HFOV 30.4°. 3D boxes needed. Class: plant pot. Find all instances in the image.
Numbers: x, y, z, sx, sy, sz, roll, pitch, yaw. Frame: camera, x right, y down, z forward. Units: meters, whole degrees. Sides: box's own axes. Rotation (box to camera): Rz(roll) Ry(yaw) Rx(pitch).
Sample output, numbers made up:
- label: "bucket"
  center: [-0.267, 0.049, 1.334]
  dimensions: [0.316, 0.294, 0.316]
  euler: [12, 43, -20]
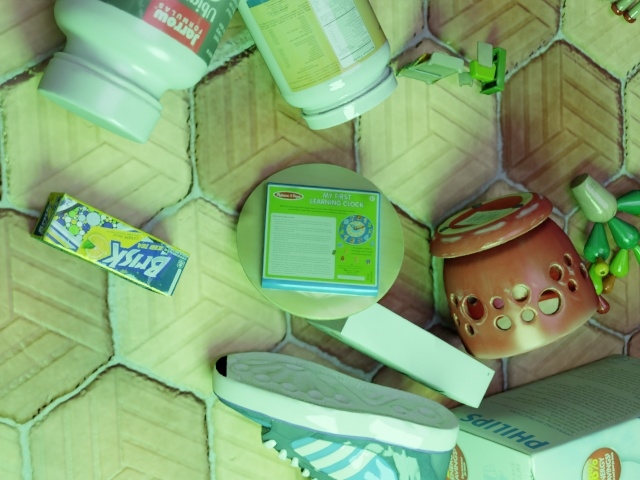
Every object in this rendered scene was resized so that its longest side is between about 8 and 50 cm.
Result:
- label: "plant pot"
  center: [0.250, 0.038, 1.551]
  dimensions: [0.191, 0.191, 0.174]
  euler: [-26, 101, -24]

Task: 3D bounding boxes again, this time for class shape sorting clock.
- label: "shape sorting clock"
  center: [0.000, 0.000, 1.445]
  dimensions: [0.206, 0.040, 0.206]
  euler: [2, 71, -7]

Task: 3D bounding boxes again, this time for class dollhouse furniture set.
- label: "dollhouse furniture set"
  center: [0.178, -0.237, 1.551]
  dimensions: [0.152, 0.076, 0.058]
  euler: [9, 78, -31]

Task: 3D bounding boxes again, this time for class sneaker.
- label: "sneaker"
  center: [-0.003, 0.287, 1.469]
  dimensions: [0.323, 0.130, 0.236]
  euler: [15, 109, -8]

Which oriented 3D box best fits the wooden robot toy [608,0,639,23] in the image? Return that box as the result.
- label: "wooden robot toy"
  center: [0.451, -0.372, 1.703]
  dimensions: [0.173, 0.076, 0.079]
  euler: [25, 48, -29]

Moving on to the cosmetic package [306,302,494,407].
- label: "cosmetic package"
  center: [0.104, 0.138, 1.529]
  dimensions: [0.239, 0.099, 0.060]
  euler: [31, 80, -27]

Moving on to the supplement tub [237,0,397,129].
- label: "supplement tub"
  center: [-0.005, -0.248, 1.403]
  dimensions: [0.144, 0.144, 0.199]
  euler: [-36, 111, -21]

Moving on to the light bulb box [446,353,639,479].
- label: "light bulb box"
  center: [0.372, 0.383, 1.630]
  dimensions: [0.361, 0.225, 0.357]
  euler: [-13, 102, -28]

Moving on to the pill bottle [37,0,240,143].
- label: "pill bottle"
  center: [-0.179, -0.274, 1.280]
  dimensions: [0.176, 0.176, 0.318]
  euler: [28, 86, -28]

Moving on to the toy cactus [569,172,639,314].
- label: "toy cactus"
  center: [0.430, -0.019, 1.703]
  dimensions: [0.219, 0.112, 0.180]
  euler: [-46, 105, -8]

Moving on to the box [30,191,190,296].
- label: "box"
  center: [-0.239, 0.006, 1.350]
  dimensions: [0.169, 0.054, 0.059]
  euler: [27, 81, -28]
